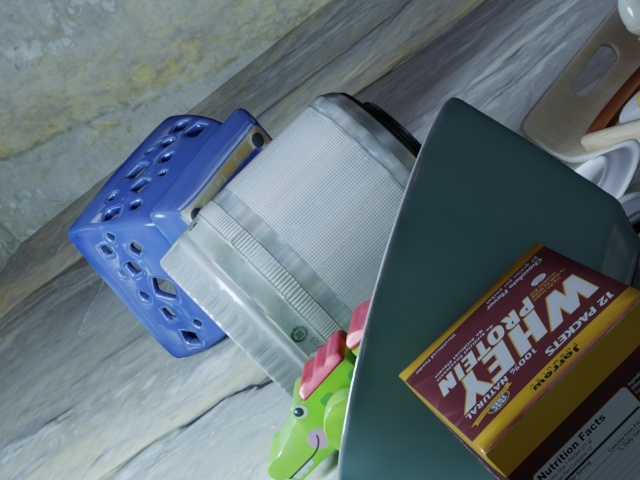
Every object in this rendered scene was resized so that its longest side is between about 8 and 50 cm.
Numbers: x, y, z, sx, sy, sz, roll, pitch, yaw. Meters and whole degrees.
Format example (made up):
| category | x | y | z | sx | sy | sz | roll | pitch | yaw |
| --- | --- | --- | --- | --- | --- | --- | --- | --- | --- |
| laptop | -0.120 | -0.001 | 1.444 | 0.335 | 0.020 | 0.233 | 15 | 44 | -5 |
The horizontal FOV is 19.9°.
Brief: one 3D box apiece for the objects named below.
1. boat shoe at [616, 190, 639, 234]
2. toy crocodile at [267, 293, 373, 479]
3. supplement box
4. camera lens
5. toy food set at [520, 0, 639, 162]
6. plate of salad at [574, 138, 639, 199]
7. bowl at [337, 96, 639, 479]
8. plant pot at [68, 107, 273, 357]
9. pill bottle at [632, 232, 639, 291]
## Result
| category | x | y | z | sx | sy | sz | roll | pitch | yaw |
| --- | --- | --- | --- | --- | --- | --- | --- | --- | --- |
| boat shoe | 0.213 | 0.041 | 1.491 | 0.227 | 0.079 | 0.081 | -43 | 10 | -8 |
| toy crocodile | 0.062 | 0.095 | 1.668 | 0.340 | 0.105 | 0.115 | -45 | 14 | 24 |
| supplement box | 0.178 | 0.125 | 1.120 | 0.129 | 0.194 | 0.191 | -44 | 15 | -3 |
| camera lens | 0.000 | 0.000 | 1.896 | 0.274 | 0.219 | 0.219 | -45 | 15 | -4 |
| toy food set | 0.345 | -0.198 | 1.781 | 0.219 | 0.092 | 0.306 | -50 | 15 | -23 |
| plate of salad | 0.229 | -0.008 | 1.652 | 0.200 | 0.048 | 0.200 | -51 | 8 | 10 |
| bowl | 0.134 | 0.064 | 1.331 | 0.311 | 0.163 | 0.311 | 14 | -90 | -81 |
| plant pot | -0.134 | -0.016 | 2.301 | 0.212 | 0.236 | 0.236 | -12 | 34 | 52 |
| pill bottle | 0.293 | 0.015 | 1.339 | 0.086 | 0.086 | 0.152 | -49 | 15 | -18 |
